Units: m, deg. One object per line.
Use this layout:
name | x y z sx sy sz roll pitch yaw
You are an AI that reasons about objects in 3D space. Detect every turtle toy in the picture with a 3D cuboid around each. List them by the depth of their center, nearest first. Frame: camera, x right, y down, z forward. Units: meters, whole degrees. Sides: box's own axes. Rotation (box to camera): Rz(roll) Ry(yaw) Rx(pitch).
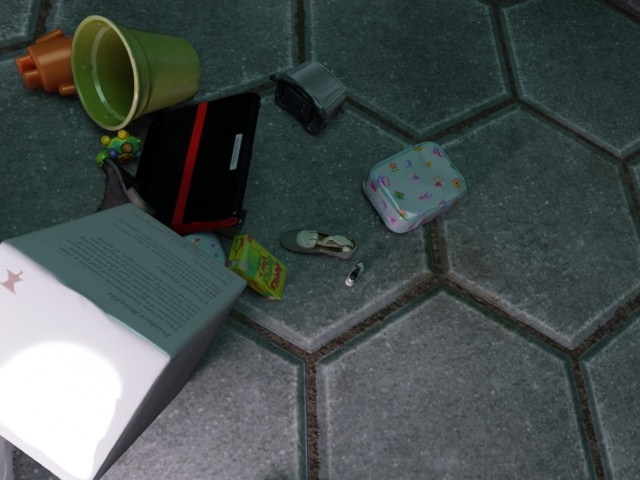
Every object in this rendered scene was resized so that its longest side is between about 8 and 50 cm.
turtle toy | -0.529 -0.235 1.466 0.130 0.095 0.066 -18 81 7

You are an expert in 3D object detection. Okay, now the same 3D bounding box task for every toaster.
toaster | -0.031 -0.444 1.685 0.227 0.129 0.146 42 58 8

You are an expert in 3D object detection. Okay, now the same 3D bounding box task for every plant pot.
plant pot | -0.468 -0.446 1.485 0.254 0.276 0.276 -24 73 -49

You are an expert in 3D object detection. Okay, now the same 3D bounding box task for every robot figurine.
robot figurine | -0.698 -0.481 1.512 0.219 0.128 0.158 -25 50 -24

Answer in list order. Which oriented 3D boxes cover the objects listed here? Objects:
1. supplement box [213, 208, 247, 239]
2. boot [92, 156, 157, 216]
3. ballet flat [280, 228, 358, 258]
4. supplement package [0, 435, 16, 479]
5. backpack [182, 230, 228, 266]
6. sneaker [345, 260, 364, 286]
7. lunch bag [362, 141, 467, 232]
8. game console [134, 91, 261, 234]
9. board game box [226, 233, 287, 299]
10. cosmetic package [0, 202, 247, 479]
supplement box | -0.244 -0.054 1.464 0.083 0.083 0.056 24 62 -4
boot | -0.536 -0.063 1.359 0.229 0.091 0.263 -43 55 0
ballet flat | 0.000 0.000 1.516 0.213 0.068 0.072 10 63 -11
supplement package | -0.671 0.419 1.053 0.145 0.204 0.262 -2 66 -19
backpack | -0.297 0.076 1.359 0.166 0.144 0.188 -27 81 -30
sneaker | 0.099 0.088 1.521 0.032 0.037 0.083 31 60 2
lunch bag | 0.277 -0.164 1.649 0.279 0.108 0.224 -27 72 -26
game console | -0.321 -0.190 1.418 0.342 0.060 0.386 -6 62 21
board game box | -0.154 0.069 1.389 0.043 0.181 0.092 -7 58 30
cosmetic package | -0.404 0.170 1.079 0.329 0.327 0.393 35 17 2
